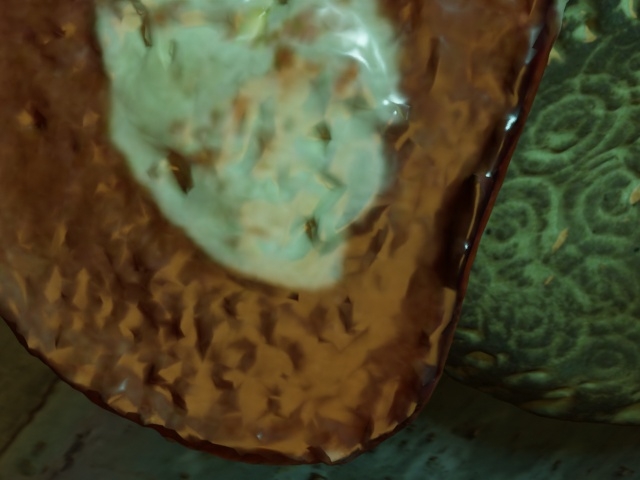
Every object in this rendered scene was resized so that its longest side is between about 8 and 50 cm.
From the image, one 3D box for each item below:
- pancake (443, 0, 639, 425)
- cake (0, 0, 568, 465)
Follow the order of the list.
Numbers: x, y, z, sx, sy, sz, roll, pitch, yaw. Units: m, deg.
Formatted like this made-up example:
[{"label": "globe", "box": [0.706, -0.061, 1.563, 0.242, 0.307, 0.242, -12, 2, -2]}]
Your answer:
[{"label": "pancake", "box": [0.157, -0.023, 0.750, 0.288, 0.033, 0.286, 7, 126, -19]}, {"label": "cake", "box": [-0.015, -0.079, 0.532, 0.177, 0.151, 0.283, 17, 102, 2]}]
